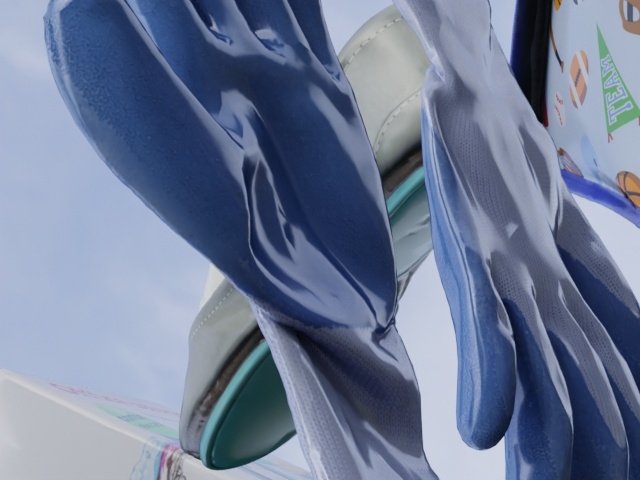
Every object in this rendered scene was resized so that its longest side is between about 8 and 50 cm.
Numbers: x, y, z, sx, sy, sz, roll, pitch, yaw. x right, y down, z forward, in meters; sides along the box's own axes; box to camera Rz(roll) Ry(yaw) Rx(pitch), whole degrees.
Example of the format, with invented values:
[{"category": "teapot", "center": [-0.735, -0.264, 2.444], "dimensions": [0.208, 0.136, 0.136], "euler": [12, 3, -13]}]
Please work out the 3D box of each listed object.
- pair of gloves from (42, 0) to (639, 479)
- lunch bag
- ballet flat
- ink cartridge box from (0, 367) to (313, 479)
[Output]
[{"category": "pair of gloves", "center": [0.015, -0.007, 0.413], "dimensions": [0.023, 0.159, 0.198], "euler": [-28, -20, 29]}, {"category": "lunch bag", "center": [0.277, -0.193, 1.500], "dimensions": [0.238, 0.385, 0.328], "euler": [1, -78, -10]}, {"category": "ballet flat", "center": [0.000, 0.000, 0.641], "dimensions": [0.072, 0.068, 0.213], "euler": [-10, -29, -35]}, {"category": "ink cartridge box", "center": [-0.056, 0.214, 1.009], "dimensions": [0.198, 0.270, 0.197], "euler": [25, -94, -65]}]
